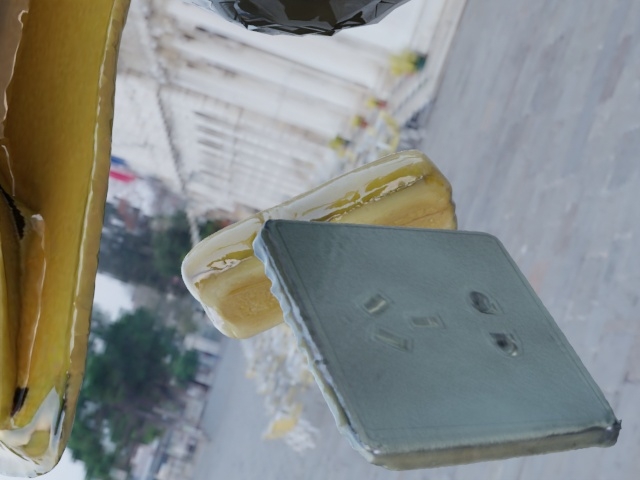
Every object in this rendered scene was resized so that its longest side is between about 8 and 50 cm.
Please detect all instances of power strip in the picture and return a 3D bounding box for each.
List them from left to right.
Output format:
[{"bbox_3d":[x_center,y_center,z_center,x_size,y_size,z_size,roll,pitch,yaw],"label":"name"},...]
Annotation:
[{"bbox_3d":[0.067,0.076,0.811,0.064,0.213,0.198,-62,39,37],"label":"power strip"}]

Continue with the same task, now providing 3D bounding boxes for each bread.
[{"bbox_3d":[0.000,0.000,1.338,0.142,0.305,0.091,60,-172,-50],"label":"bread"}]

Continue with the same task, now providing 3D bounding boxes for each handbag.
[{"bbox_3d":[-0.204,-0.053,0.570,0.401,0.133,0.283,-9,66,60],"label":"handbag"}]

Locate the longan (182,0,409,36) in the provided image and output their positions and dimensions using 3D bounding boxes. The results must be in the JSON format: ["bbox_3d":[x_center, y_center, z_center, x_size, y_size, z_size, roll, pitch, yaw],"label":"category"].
[{"bbox_3d":[-0.013,-0.332,0.863,0.391,0.391,0.391,-161,90,-87],"label":"longan"}]
